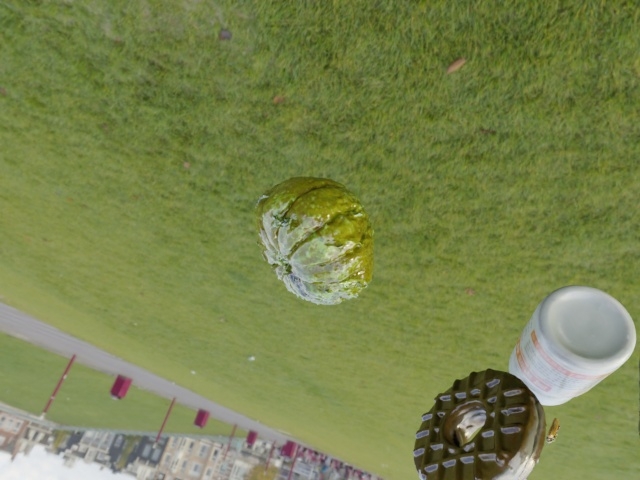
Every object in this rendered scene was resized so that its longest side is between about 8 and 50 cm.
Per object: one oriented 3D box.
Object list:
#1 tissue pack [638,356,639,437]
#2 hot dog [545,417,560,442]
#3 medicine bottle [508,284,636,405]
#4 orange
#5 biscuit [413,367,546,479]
[{"bbox_3d":[0.389,0.097,0.431,0.195,0.375,0.390,25,157,44],"label":"tissue pack"},{"bbox_3d":[0.594,0.485,1.225,0.021,0.083,0.037,16,121,33],"label":"hot dog"},{"bbox_3d":[0.613,0.280,1.221,0.211,0.211,0.371,12,151,15],"label":"medicine bottle"},{"bbox_3d":[0.000,0.000,1.043,0.301,0.223,0.300,62,158,-13],"label":"orange"},{"bbox_3d":[0.348,0.436,1.081,0.103,0.332,0.332,46,149,-11],"label":"biscuit"}]
